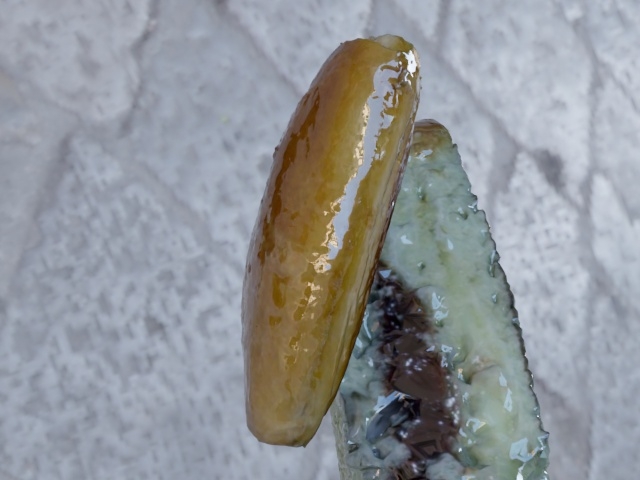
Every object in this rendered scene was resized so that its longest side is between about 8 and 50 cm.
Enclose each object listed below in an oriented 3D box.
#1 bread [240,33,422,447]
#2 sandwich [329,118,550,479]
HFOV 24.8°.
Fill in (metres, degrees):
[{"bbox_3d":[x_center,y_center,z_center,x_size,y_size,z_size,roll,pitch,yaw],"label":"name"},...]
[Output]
[{"bbox_3d":[-0.004,0.014,0.551,0.154,0.054,0.136,97,6,-65],"label":"bread"},{"bbox_3d":[0.049,0.096,0.656,0.254,0.099,0.289,-89,172,-82],"label":"sandwich"}]
